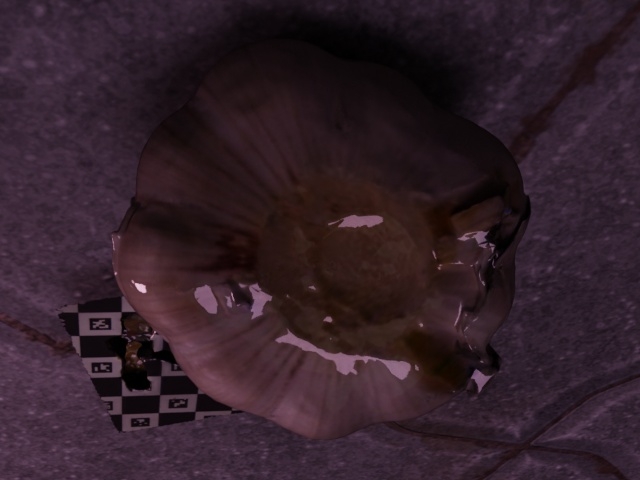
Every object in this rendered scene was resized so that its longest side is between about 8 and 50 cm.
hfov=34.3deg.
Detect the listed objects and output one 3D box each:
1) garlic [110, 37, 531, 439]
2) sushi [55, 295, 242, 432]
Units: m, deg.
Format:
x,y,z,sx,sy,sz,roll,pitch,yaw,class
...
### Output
x,y,z,sx,sy,sz,roll,pitch,yaw,class
-0.001,0.003,0.815,0.322,0.322,0.241,-5,162,-5,garlic
-0.164,0.116,1.127,0.192,0.043,0.279,-10,144,2,sushi
